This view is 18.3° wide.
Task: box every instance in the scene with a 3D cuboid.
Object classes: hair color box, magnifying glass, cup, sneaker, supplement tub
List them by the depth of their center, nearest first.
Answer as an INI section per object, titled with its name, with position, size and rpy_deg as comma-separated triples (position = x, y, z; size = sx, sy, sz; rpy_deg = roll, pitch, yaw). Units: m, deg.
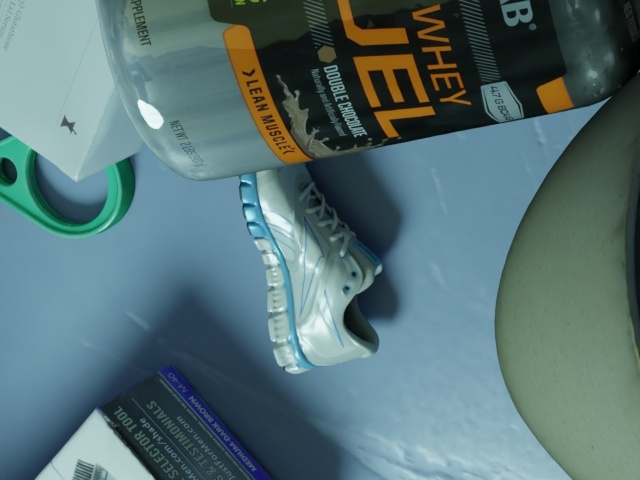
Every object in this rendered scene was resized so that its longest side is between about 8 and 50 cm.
[cup]
position = 0.232, 0.042, 1.136
size = 0.237, 0.331, 0.331
rpy_deg = -16, 99, 58
[supplement tub]
position = 0.052, -0.162, 1.171
size = 0.338, 0.207, 0.207
rpy_deg = -11, 102, 13
[sneaker]
position = 0.000, 0.000, 1.374
size = 0.083, 0.071, 0.191
rpy_deg = -4, 113, 23
[magnifying glass]
position = -0.244, -0.054, 1.508
size = 0.231, 0.026, 0.092
rpy_deg = 8, 111, 27
[hair color box]
position = -0.171, 0.275, 1.534
size = 0.185, 0.110, 0.339
rpy_deg = 48, 124, 8

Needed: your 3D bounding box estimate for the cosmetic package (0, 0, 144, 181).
[cosmetic package]
position = -0.191, -0.274, 1.360
size = 0.284, 0.097, 0.377
rpy_deg = 35, 120, 16
